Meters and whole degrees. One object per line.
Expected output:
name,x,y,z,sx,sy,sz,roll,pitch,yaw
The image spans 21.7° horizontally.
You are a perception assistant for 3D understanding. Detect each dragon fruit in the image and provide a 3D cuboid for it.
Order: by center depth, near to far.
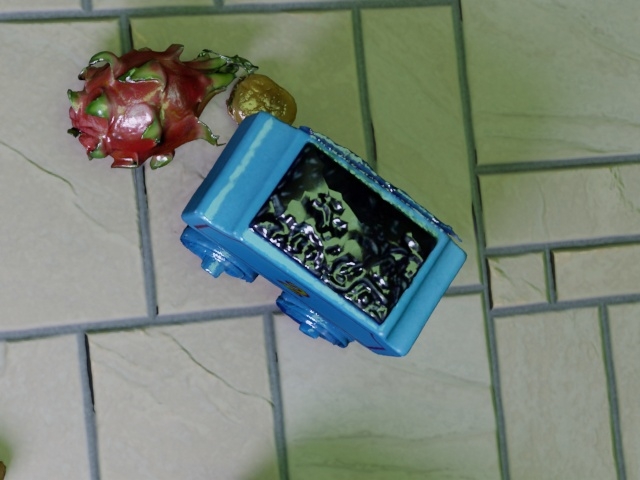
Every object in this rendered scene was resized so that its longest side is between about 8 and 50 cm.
dragon fruit,-0.177,-0.158,1.918,0.236,0.135,0.137,-10,85,-25

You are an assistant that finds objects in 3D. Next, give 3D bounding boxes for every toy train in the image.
toy train,0.000,0.000,1.899,0.300,0.265,0.188,35,78,-12

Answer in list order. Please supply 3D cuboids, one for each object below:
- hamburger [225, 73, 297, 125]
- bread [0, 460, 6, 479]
hamburger,-0.071,-0.159,2.003,0.083,0.044,0.076,33,77,-17
bread,-0.458,0.287,1.781,0.260,0.134,0.129,-35,97,-19
